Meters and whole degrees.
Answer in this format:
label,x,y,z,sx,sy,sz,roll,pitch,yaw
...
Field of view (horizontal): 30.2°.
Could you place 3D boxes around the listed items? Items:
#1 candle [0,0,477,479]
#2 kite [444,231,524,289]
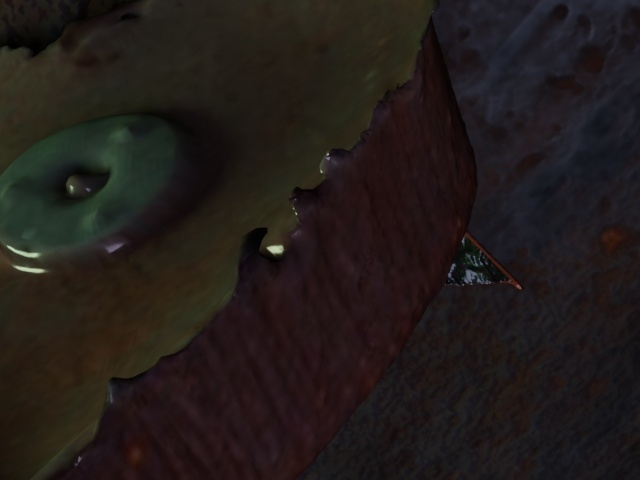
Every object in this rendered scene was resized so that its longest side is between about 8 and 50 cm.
label,x,y,z,sx,sy,sz,roll,pitch,yaw
candle,-0.079,0.022,0.471,0.316,0.287,0.131,-21,126,7
kite,0.000,0.000,0.626,0.232,0.009,0.189,-2,122,-6
